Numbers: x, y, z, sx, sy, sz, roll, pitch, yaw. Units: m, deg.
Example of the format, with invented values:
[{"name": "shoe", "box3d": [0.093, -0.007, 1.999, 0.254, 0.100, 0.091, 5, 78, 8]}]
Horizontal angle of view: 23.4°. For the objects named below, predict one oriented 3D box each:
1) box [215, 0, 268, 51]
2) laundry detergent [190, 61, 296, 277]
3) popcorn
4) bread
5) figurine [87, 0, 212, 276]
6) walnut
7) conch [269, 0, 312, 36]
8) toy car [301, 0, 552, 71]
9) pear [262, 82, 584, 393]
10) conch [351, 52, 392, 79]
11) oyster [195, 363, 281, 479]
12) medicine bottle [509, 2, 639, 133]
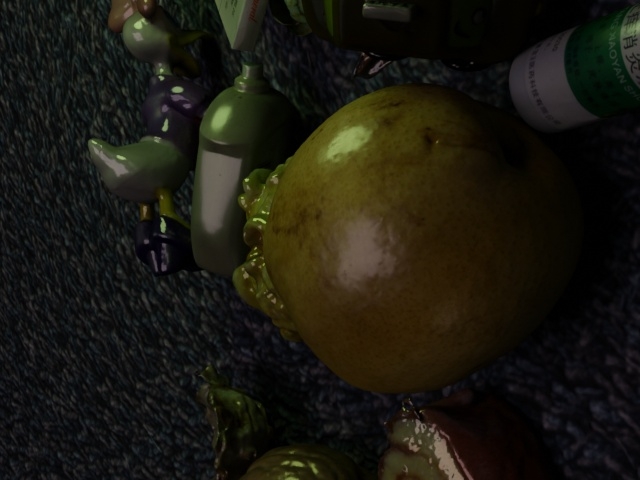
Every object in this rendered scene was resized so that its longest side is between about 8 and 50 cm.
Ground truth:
[{"name": "box", "box3d": [-0.100, -0.348, 1.882, 0.245, 0.035, 0.139, -110, 31, -52]}, {"name": "laundry detergent", "box3d": [-0.087, -0.093, 1.880, 0.091, 0.181, 0.253, 14, 112, 25]}, {"name": "popcorn", "box3d": [-0.007, 0.001, 1.777, 0.216, 0.181, 0.235, -9, 91, 54]}, {"name": "bread", "box3d": [0.158, 0.279, 1.665, 0.190, 0.123, 0.244, -18, 84, 52]}, {"name": "figurine", "box3d": [-0.209, -0.155, 2.004, 0.154, 0.193, 0.421, -19, 65, 60]}, {"name": "walnut", "box3d": [-0.011, 0.341, 1.862, 0.213, 0.213, 0.213, 16, 111, 51]}, {"name": "conch", "box3d": [-0.033, -0.305, 1.843, 0.170, 0.079, 0.106, 58, 135, 51]}, {"name": "toy car", "box3d": [0.094, -0.245, 1.486, 0.247, 0.198, 0.204, 8, 117, 13]}, {"name": "pear", "box3d": [0.098, -0.005, 1.536, 0.314, 0.314, 0.314, 16, 111, 51]}, {"name": "conch", "box3d": [0.106, -0.272, 1.642, 0.233, 0.086, 0.080, -54, 44, 42]}, {"name": "oyster", "box3d": [-0.118, 0.335, 2.015, 0.133, 0.198, 0.337, 6, 115, 8]}, {"name": "medicine bottle", "box3d": [0.289, -0.167, 1.412, 0.260, 0.095, 0.095, -16, 85, 53]}]
